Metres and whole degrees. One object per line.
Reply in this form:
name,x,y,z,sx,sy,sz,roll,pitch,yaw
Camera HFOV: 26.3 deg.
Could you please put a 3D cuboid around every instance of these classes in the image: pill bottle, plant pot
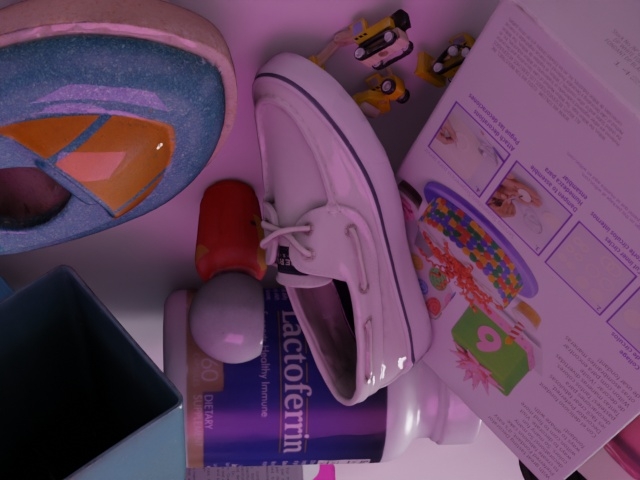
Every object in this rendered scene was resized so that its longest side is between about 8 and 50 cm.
pill bottle,0.000,0.115,1.171,0.265,0.153,0.153,-1,145,-5
plant pot,-0.209,0.177,1.102,0.166,0.165,0.234,-34,149,-20

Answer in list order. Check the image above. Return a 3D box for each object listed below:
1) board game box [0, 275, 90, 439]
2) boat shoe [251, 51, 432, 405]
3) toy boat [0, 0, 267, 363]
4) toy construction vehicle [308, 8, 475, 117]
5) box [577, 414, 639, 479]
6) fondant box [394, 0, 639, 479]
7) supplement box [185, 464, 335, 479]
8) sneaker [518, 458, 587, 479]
board game box,-0.318,0.190,1.201,0.254,0.079,0.336,-40,146,-12
boat shoe,0.000,0.000,0.971,0.096,0.088,0.267,16,135,42
toy boat,-0.137,-0.033,0.949,0.268,0.148,0.318,-24,140,26
toy construction vehicle,0.051,-0.126,0.940,0.098,0.035,0.086,-26,150,33
box,0.358,0.151,1.192,0.149,0.127,0.232,43,117,-3
fondant box,0.171,0.000,0.946,0.096,0.238,0.330,-35,165,-36
supplement box,-0.100,0.284,1.441,0.220,0.113,0.111,-16,142,14
sneaker,0.372,0.222,1.384,0.331,0.122,0.146,-12,142,12
